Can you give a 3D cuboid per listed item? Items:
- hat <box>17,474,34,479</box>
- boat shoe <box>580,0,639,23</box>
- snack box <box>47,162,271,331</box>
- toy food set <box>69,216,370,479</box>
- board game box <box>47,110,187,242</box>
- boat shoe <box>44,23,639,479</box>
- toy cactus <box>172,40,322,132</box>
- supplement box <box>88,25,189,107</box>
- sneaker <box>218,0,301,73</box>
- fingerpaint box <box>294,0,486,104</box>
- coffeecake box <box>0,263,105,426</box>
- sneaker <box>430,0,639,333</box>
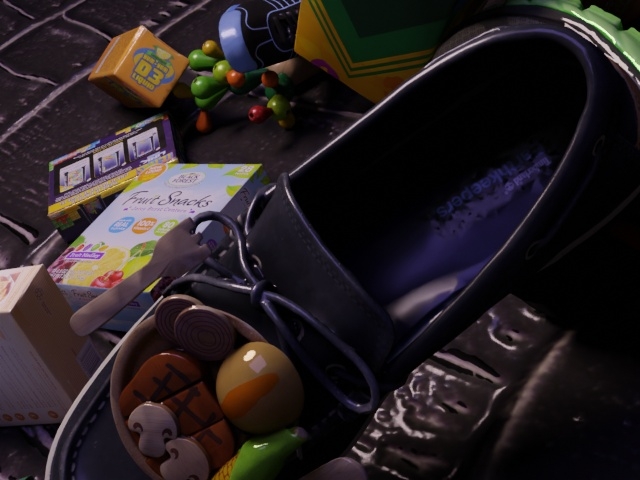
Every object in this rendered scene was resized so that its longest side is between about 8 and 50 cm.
[{"bbox_3d":[-0.159,0.288,0.749,0.184,0.173,0.208,17,49,0],"label":"hat"},{"bbox_3d":[0.298,-0.295,1.230,0.104,0.110,0.307,15,25,-4],"label":"boat shoe"},{"bbox_3d":[-0.167,0.003,1.133,0.174,0.070,0.207,3,40,37],"label":"snack box"},{"bbox_3d":[-0.072,0.098,0.640,0.132,0.192,0.038,-36,-4,21],"label":"toy food set"},{"bbox_3d":[-0.249,-0.081,1.328,0.170,0.048,0.141,-23,35,2],"label":"board game box"},{"bbox_3d":[0.001,0.035,0.708,0.500,0.156,0.187,-38,68,6],"label":"boat shoe"},{"bbox_3d":[-0.076,-0.196,1.351,0.180,0.112,0.219,-20,25,-28],"label":"toy cactus"},{"bbox_3d":[-0.245,-0.226,1.426,0.080,0.078,0.233,-58,20,-7],"label":"supplement box"},{"bbox_3d":[-0.037,-0.256,1.266,0.090,0.081,0.232,-12,15,25],"label":"sneaker"},{"bbox_3d":[0.169,-0.392,1.103,0.445,0.163,0.371,-55,-4,-15],"label":"fingerpaint box"},{"bbox_3d":[-0.316,0.106,1.020,0.185,0.142,0.068,-8,36,25],"label":"coffeecake box"},{"bbox_3d":[0.199,-0.057,0.863,0.202,0.185,0.483,-30,34,-10],"label":"sneaker"}]
